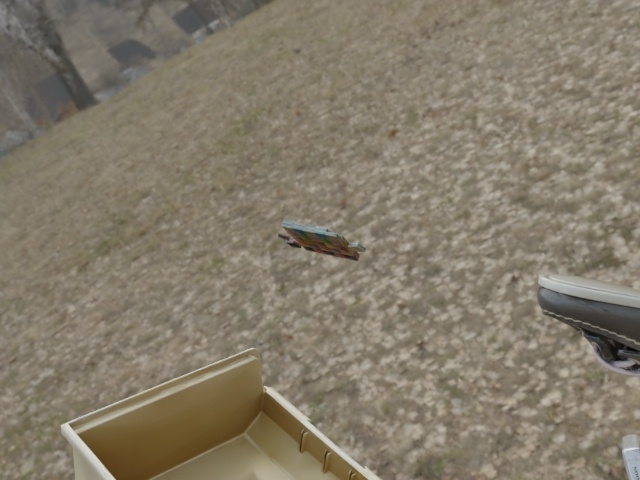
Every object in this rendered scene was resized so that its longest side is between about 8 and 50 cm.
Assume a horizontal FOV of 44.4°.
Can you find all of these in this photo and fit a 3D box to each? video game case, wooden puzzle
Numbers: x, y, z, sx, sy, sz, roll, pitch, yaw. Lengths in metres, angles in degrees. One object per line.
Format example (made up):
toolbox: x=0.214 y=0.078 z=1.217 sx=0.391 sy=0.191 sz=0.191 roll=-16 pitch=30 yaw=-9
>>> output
video game case: x=0.365 y=0.309 z=0.868 sx=0.022 sy=0.173 sz=0.190 roll=-16 pitch=-14 yaw=18
wooden puzzle: x=0.000 y=0.000 z=0.617 sx=0.083 sy=0.049 sz=0.006 roll=12 pitch=72 yaw=28

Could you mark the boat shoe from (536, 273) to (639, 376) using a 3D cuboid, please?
boat shoe: x=0.336 y=0.105 z=0.723 sx=0.112 sy=0.335 sz=0.096 roll=23 pitch=100 yaw=66

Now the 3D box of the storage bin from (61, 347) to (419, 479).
storage bin: x=-0.076 y=0.253 z=0.788 sx=0.260 sy=0.123 sz=0.262 roll=-18 pitch=36 yaw=-39
